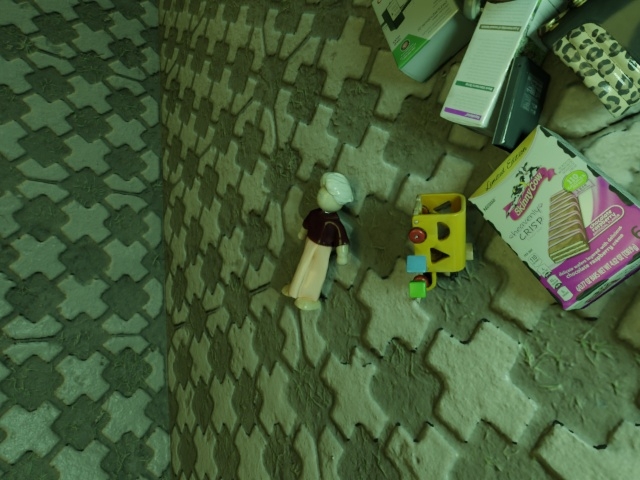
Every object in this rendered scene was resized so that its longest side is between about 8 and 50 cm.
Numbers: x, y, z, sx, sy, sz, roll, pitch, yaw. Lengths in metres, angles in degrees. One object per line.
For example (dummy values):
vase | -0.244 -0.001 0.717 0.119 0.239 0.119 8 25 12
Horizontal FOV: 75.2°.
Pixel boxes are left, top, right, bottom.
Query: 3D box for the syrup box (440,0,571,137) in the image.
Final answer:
syrup box | 0.306 -0.302 0.700 0.096 0.093 0.236 38 114 45

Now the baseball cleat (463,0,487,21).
baseball cleat | 0.265 -0.473 0.751 0.110 0.072 0.205 13 67 27

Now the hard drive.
hard drive | 0.322 -0.209 0.666 0.022 0.094 0.135 20 100 49

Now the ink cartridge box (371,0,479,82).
ink cartridge box | 0.207 -0.460 0.847 0.153 0.087 0.208 -38 57 41

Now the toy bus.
toy bus | 0.219 0.014 0.749 0.105 0.202 0.190 -1 77 19

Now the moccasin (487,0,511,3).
moccasin | 0.275 -0.467 0.609 0.147 0.139 0.379 -1 56 38

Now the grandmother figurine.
grandmother figurine | 0.000 0.000 1.030 0.208 0.104 0.342 28 109 40

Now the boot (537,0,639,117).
boot | 0.422 -0.376 0.545 0.284 0.138 0.377 -43 59 38

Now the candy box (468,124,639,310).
candy box | 0.357 -0.037 0.619 0.159 0.071 0.233 -54 47 32
